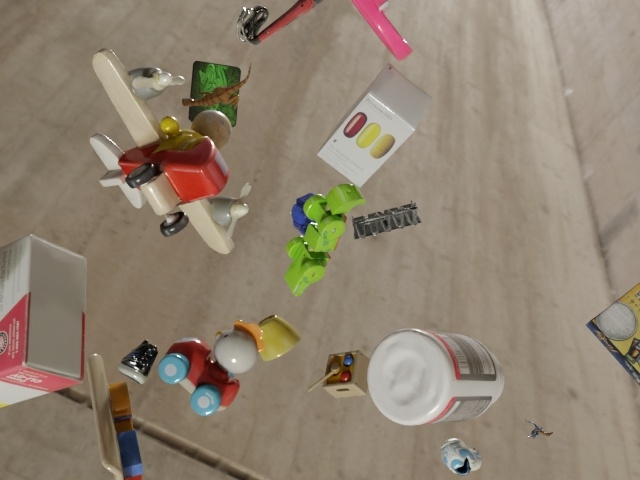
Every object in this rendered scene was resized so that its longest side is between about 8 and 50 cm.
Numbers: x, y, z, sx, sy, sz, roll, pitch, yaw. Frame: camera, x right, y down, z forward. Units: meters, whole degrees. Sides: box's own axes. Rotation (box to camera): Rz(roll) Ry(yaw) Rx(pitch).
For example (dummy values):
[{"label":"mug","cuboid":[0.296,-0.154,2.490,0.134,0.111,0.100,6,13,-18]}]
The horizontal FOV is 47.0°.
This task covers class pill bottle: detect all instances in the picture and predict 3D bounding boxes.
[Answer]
[{"label":"pill bottle","cuboid":[0.245,0.271,1.457,0.176,0.318,0.177,-8,-104,35]}]

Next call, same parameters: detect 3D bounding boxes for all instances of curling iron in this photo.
[{"label":"curling iron","cuboid":[-0.033,-0.441,1.339,0.274,0.068,0.035,-29,-143,-1]}]

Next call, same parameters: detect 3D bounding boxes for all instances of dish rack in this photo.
[{"label":"dish rack","cuboid":[0.185,-0.055,2.082,0.208,0.074,0.271,-16,-177,4]}]

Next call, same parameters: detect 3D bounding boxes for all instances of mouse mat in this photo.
[{"label":"mouse mat","cuboid":[-0.328,-0.454,2.286,0.007,0.152,0.190,-165,-100,-70]}]

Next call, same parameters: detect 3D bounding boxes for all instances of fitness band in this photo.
[{"label":"fitness band","cuboid":[0.110,-0.526,1.634,0.054,0.291,0.209,-35,165,10]}]

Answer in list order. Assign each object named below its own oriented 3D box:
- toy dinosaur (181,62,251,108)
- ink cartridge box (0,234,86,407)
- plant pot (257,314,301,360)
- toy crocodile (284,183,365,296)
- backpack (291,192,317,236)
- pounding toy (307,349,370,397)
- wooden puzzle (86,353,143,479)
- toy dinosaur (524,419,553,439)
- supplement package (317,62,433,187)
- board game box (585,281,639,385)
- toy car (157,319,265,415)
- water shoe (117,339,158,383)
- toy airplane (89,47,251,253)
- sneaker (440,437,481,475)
[{"label":"toy dinosaur","cuboid":[-0.229,-0.353,1.769,0.211,0.064,0.112,-21,-178,17]},{"label":"ink cartridge box","cuboid":[-0.681,0.191,1.514,0.384,0.160,0.279,-20,-118,22]},{"label":"plant pot","cuboid":[-0.137,0.274,2.155,0.134,0.095,0.134,-28,-170,6]},{"label":"toy crocodile","cuboid":[0.000,0.000,1.854,0.115,0.105,0.341,54,-50,41]},{"label":"backpack","cuboid":[-0.030,-0.061,2.117,0.098,0.101,0.120,35,-40,47]},{"label":"pounding toy","cuboid":[0.056,0.393,2.142,0.141,0.100,0.130,-14,-133,33]},{"label":"wooden puzzle","cuboid":[-0.478,0.488,1.774,0.348,0.080,0.322,93,-21,-45]},{"label":"toy dinosaur","cuboid":[0.598,0.530,2.026,0.082,0.090,0.047,22,85,-59]},{"label":"supplement package","cuboid":[0.123,-0.263,1.703,0.244,0.139,0.134,-46,-170,50]},{"label":"board game box","cuboid":[0.671,0.209,1.447,0.165,0.243,0.042,-34,161,-10]},{"label":"toy car","cuboid":[-0.249,0.283,1.850,0.238,0.210,0.219,-47,177,4]},{"label":"water shoe","cuboid":[-0.427,0.278,1.739,0.080,0.073,0.203,-56,-168,-5]},{"label":"toy airplane","cuboid":[-0.307,-0.173,1.532,0.272,0.384,0.386,-40,164,-18]},{"label":"sneaker","cuboid":[0.383,0.600,1.990,0.085,0.237,0.086,-21,-123,18]}]
